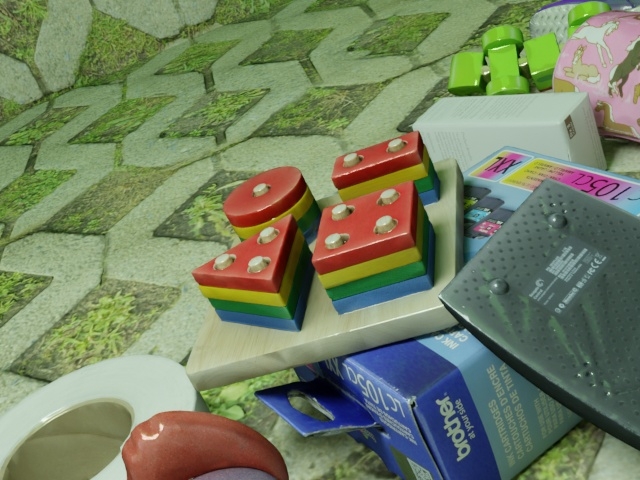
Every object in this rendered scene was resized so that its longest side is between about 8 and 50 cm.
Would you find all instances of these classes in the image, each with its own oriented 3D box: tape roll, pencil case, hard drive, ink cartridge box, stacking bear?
[{"bbox_3d":[-0.234,0.243,0.946,0.286,0.100,0.286,-18,27,9],"label":"tape roll"},{"bbox_3d":[0.450,-0.171,1.096,0.160,0.167,0.386,-27,26,-18],"label":"pencil case"},{"bbox_3d":[0.237,0.068,0.717,0.255,0.054,0.172,32,62,26],"label":"hard drive"},{"bbox_3d":[0.134,0.082,0.904,0.395,0.151,0.270,-34,29,-18],"label":"ink cartridge box"},{"bbox_3d":[-0.049,0.283,0.670,0.164,0.175,0.289,11,24,-31],"label":"stacking bear"}]

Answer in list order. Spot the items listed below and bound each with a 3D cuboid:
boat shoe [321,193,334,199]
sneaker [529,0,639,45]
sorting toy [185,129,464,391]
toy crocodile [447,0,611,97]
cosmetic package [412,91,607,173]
[{"bbox_3d":[0.009,0.011,1.146,0.091,0.114,0.302,-31,5,-1],"label":"boat shoe"},{"bbox_3d":[0.488,-0.358,1.499,0.293,0.102,0.146,0,30,29],"label":"sneaker"},{"bbox_3d":[0.000,0.000,0.893,0.255,0.089,0.257,-17,29,19],"label":"sorting toy"},{"bbox_3d":[0.357,-0.277,1.447,0.341,0.105,0.115,-11,71,22],"label":"toy crocodile"},{"bbox_3d":[0.244,-0.123,1.227,0.231,0.117,0.085,6,40,43],"label":"cosmetic package"}]
